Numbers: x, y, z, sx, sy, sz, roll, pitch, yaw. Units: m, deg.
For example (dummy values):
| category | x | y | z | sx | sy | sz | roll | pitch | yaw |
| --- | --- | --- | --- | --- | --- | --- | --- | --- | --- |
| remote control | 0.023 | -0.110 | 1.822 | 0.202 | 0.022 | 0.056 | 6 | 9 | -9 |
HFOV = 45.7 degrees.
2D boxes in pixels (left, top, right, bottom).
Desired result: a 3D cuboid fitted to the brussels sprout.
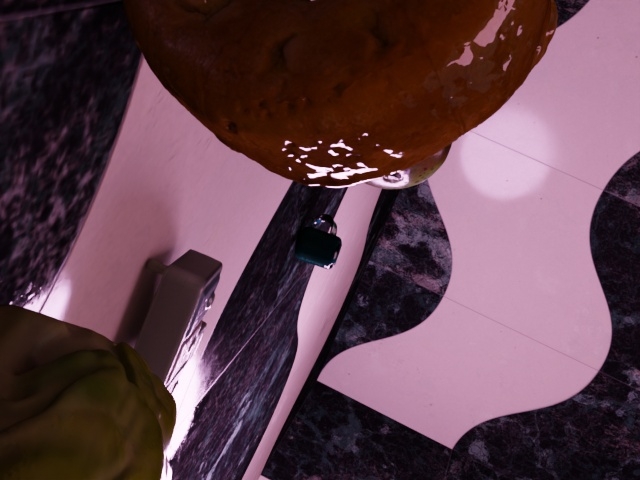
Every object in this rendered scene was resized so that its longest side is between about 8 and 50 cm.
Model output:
| category | x | y | z | sx | sy | sz | roll | pitch | yaw |
| --- | --- | --- | --- | --- | --- | --- | --- | --- | --- |
| brussels sprout | -0.161 | 0.150 | 0.401 | 0.223 | 0.161 | 0.223 | 21 | 90 | -76 |

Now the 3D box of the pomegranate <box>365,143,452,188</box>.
| category | x | y | z | sx | sy | sz | roll | pitch | yaw |
| --- | --- | --- | --- | --- | --- | --- | --- | --- | --- |
| pomegranate | 0.111 | -0.184 | 1.185 | 0.180 | 0.180 | 0.209 | 103 | -14 | -58 |

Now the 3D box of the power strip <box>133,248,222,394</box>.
| category | x | y | z | sx | sy | sz | roll | pitch | yaw |
| --- | --- | --- | --- | --- | --- | --- | --- | --- | --- |
| power strip | -0.155 | 0.109 | 0.735 | 0.145 | 0.061 | 0.215 | -59 | 174 | -79 |

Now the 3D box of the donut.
| category | x | y | z | sx | sy | sz | roll | pitch | yaw |
| --- | --- | --- | --- | --- | --- | --- | --- | --- | --- |
| donut | 0.007 | -0.140 | 0.393 | 0.226 | 0.226 | 0.114 | -64 | 162 | -4 |

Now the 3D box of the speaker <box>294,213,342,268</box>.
| category | x | y | z | sx | sy | sz | roll | pitch | yaw |
| --- | --- | --- | --- | --- | --- | --- | --- | --- | --- |
| speaker | -0.001 | 0.002 | 1.306 | 0.094 | 0.075 | 0.060 | -69 | 179 | -51 |
